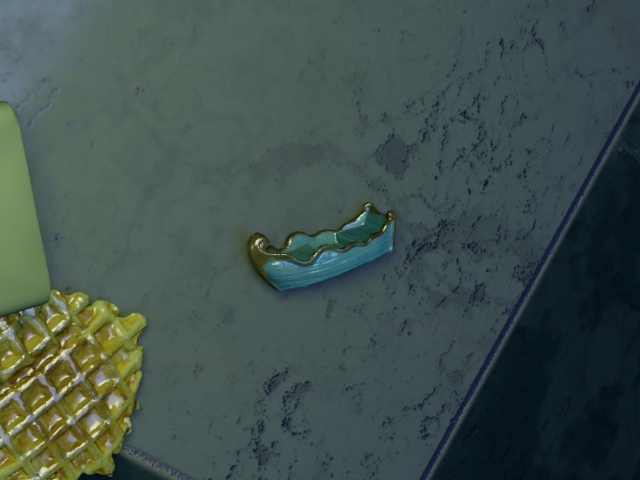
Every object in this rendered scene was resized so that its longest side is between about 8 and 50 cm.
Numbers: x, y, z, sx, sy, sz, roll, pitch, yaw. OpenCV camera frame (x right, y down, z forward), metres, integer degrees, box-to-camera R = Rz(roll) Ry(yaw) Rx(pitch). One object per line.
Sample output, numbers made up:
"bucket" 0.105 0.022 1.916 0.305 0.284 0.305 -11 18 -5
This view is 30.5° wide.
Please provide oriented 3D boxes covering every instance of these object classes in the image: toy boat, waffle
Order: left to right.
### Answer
"waffle" -0.285 0.158 1.245 0.207 0.054 0.214 10 88 -29
"toy boat" 0.000 0.000 1.378 0.185 0.075 0.077 -22 112 -22

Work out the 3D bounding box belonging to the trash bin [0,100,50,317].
"trash bin" -0.437 0.002 1.055 0.343 0.158 0.223 -14 103 -31
